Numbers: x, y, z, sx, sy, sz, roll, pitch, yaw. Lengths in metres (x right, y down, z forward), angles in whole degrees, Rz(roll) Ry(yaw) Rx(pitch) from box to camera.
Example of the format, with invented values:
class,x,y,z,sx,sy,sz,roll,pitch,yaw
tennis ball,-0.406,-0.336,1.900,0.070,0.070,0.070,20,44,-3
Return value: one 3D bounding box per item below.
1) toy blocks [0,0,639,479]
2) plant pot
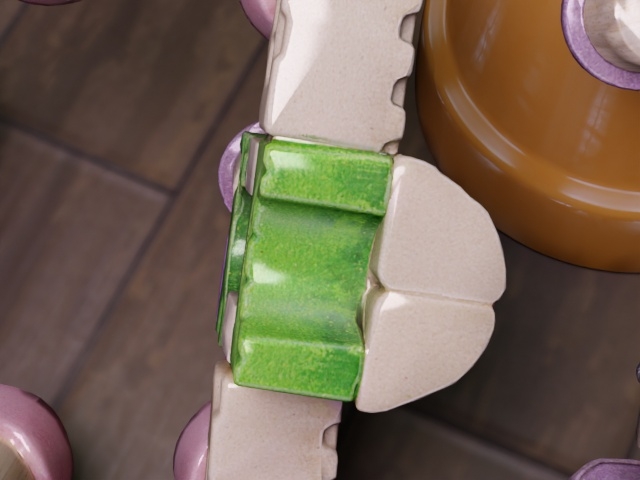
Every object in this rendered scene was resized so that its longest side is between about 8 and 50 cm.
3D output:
class,x,y,z,sx,sy,sz,roll,pitch,yaw
toy blocks,0.000,0.000,0.605,0.309,0.260,0.288,7,95,-5
plant pot,0.150,-0.117,0.665,0.205,0.188,0.205,0,63,0
